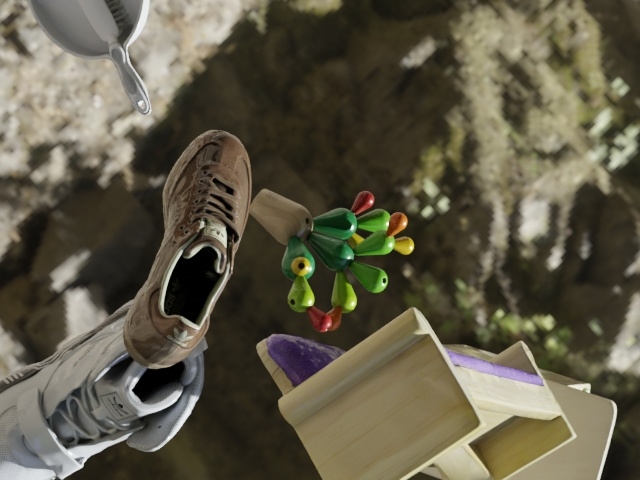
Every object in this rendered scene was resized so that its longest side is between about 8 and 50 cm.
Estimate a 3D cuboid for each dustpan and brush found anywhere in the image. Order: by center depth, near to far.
[{"bbox_3d":[-0.228,-0.228,1.621,0.147,0.211,0.060,-30,176,16],"label":"dustpan and brush"}]

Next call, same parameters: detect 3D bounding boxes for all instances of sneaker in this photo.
[{"bbox_3d":[-0.076,0.000,1.030,0.071,0.066,0.188,-27,-138,53],"label":"sneaker"},{"bbox_3d":[-0.284,0.201,1.754,0.366,0.137,0.210,-37,-166,-9],"label":"sneaker"}]

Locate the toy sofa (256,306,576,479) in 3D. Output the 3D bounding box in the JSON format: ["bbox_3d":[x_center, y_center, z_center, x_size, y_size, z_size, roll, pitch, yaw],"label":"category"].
[{"bbox_3d":[0.100,0.142,1.401,0.150,0.177,0.362,-34,160,15],"label":"toy sofa"}]

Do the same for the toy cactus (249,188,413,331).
[{"bbox_3d":[0.000,0.000,1.706,0.219,0.180,0.112,-49,169,-38],"label":"toy cactus"}]

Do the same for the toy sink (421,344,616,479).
[{"bbox_3d":[0.240,0.228,1.784,0.131,0.234,0.152,9,96,-65],"label":"toy sink"}]
